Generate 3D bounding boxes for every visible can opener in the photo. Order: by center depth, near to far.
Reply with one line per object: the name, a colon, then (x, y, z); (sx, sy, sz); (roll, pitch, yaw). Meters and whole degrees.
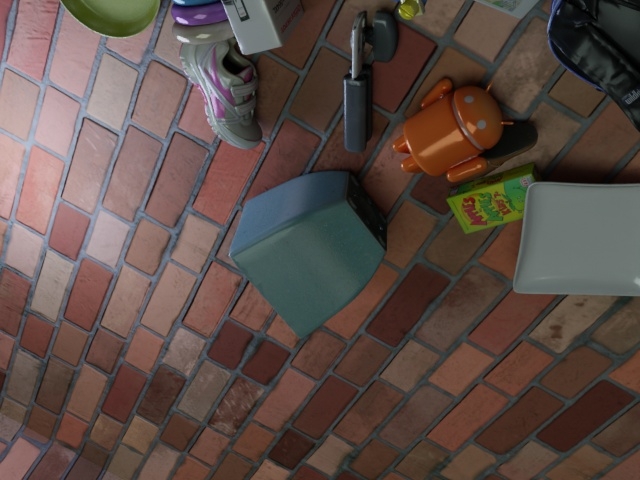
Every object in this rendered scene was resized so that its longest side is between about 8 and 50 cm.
can opener: (0.092, -0.291, 1.586); (0.095, 0.076, 0.284); (10, 131, 15)

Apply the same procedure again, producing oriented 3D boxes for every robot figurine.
robot figurine: (0.240, -0.202, 1.561); (0.219, 0.158, 0.128); (-28, 127, 30)

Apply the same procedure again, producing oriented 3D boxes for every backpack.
backpack: (0.487, -0.344, 1.296); (0.263, 0.213, 0.277); (24, 127, -9)

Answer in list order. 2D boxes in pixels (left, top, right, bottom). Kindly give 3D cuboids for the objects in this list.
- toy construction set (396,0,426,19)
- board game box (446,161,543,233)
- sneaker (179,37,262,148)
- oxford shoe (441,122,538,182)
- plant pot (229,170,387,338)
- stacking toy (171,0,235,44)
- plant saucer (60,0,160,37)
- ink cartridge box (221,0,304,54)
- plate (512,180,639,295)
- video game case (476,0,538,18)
toy construction set: (0.094, -0.529, 1.339); (0.215, 0.151, 0.328); (24, 129, 20)
board game box: (0.351, -0.081, 1.675); (0.181, 0.043, 0.092); (-17, 120, 32)
sneaker: (-0.172, -0.292, 1.674); (0.111, 0.103, 0.252); (-11, 123, 31)
oxford shoe: (0.322, -0.163, 1.615); (0.212, 0.076, 0.076); (-18, 143, 37)
plant pot: (0.000, 0.000, 1.760); (0.252, 0.248, 0.247); (-30, 112, 20)
stacking toy: (-0.222, -0.525, 1.502); (0.141, 0.141, 0.331); (4, 122, 19)
plant saucer: (-0.410, -0.509, 1.637); (0.240, 0.037, 0.241); (12, 131, 14)
ink cartridge box: (-0.113, -0.452, 1.488); (0.085, 0.148, 0.203); (-6, 126, 24)
plate: (0.519, -0.009, 1.634); (0.277, 0.045, 0.277); (0, 130, 4)
video game case: (0.299, -0.454, 1.323); (0.226, 0.026, 0.206); (10, 141, -32)
